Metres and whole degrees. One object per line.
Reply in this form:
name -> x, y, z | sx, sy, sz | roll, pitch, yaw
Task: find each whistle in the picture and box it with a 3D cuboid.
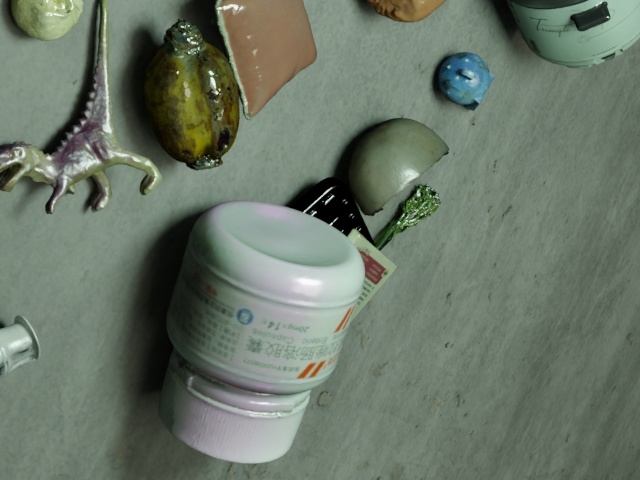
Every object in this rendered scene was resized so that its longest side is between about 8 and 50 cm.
whistle -> 0.228, -0.255, 2.042 | 0.158, 0.090, 0.090 | 74, 41, -89

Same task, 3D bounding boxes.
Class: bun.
bun -> -0.306, -0.267, 1.459 | 0.086, 0.054, 0.086 | -23, 124, -40

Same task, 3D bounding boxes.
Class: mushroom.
mushroom -> 0.110, -0.122, 1.940 | 0.188, 0.141, 0.117 | -34, 99, -49

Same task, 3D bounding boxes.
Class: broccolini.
broccolini -> 0.105, -0.005, 2.047 | 0.239, 0.051, 0.054 | -44, 179, -23

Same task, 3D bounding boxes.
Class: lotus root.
lotus root -> -0.162, -0.182, 1.612 | 0.120, 0.120, 0.210 | -33, 131, -33

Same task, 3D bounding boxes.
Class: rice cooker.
rice cooker -> 0.402, -0.418, 2.019 | 0.227, 0.241, 0.281 | 52, 24, -49

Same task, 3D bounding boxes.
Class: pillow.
pillow -> -0.077, -0.274, 1.683 | 0.171, 0.075, 0.179 | -49, 136, -37

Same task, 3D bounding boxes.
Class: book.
book -> 0.011, 0.099, 1.954 | 0.232, 0.022, 0.162 | -51, 150, 1

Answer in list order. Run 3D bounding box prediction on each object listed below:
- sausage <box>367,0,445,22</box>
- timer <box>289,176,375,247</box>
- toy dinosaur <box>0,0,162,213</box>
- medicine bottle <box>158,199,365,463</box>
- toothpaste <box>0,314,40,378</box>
sausage -> 0.183, -0.431, 1.863 | 0.304, 0.121, 0.121 | -46, 136, -24
timer -> 0.000, 0.000, 1.923 | 0.144, 0.055, 0.187 | -42, 139, -13
toy dinosaur -> -0.277, -0.132, 1.548 | 0.251, 0.072, 0.200 | -47, 127, -7
medicine bottle -> -0.090, 0.124, 1.739 | 0.241, 0.241, 0.302 | -6, 122, -46
toothpaste -> -0.481, 0.176, 1.482 | 0.323, 0.066, 0.100 | -25, 125, -32
